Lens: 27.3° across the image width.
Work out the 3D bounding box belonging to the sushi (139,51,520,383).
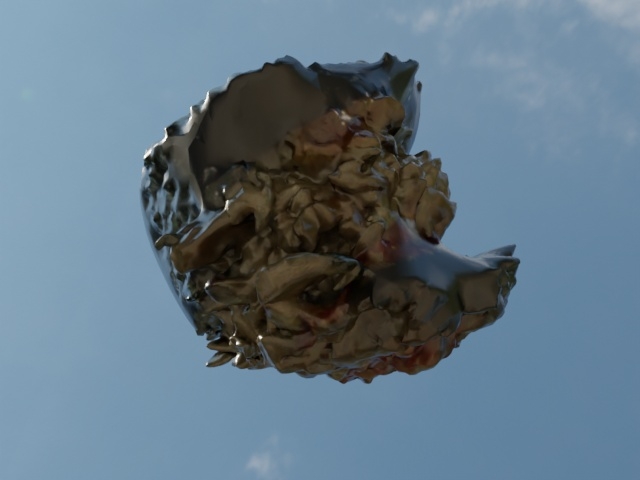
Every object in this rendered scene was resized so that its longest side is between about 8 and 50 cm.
[{"bbox_3d":[0.003,0.005,0.881,0.238,0.225,0.218,-27,-106,-21],"label":"sushi"}]
